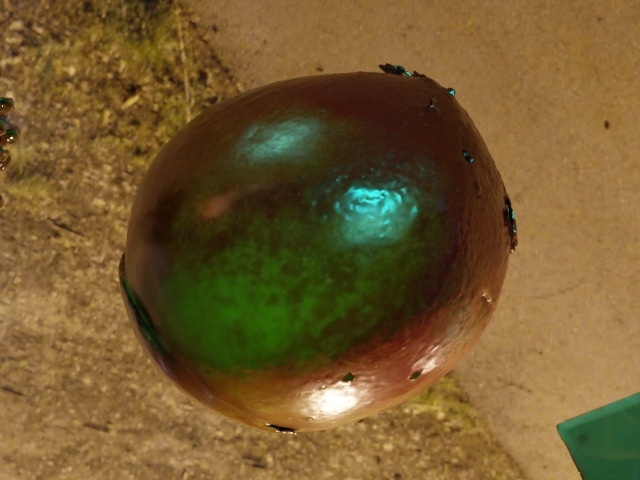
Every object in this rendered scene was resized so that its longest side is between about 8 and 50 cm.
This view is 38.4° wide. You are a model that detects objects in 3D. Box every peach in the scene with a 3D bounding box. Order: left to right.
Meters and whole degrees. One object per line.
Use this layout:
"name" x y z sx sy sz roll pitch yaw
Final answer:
"peach" 0.000 0.000 0.866 0.370 0.370 0.370 7 140 6

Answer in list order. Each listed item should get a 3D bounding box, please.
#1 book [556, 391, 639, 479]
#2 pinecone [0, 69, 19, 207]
"book" 0.148 0.111 0.361 0.014 0.111 0.077 -9 160 -48
"pinecone" -0.358 -0.093 0.803 0.150 0.195 0.179 22 180 25
